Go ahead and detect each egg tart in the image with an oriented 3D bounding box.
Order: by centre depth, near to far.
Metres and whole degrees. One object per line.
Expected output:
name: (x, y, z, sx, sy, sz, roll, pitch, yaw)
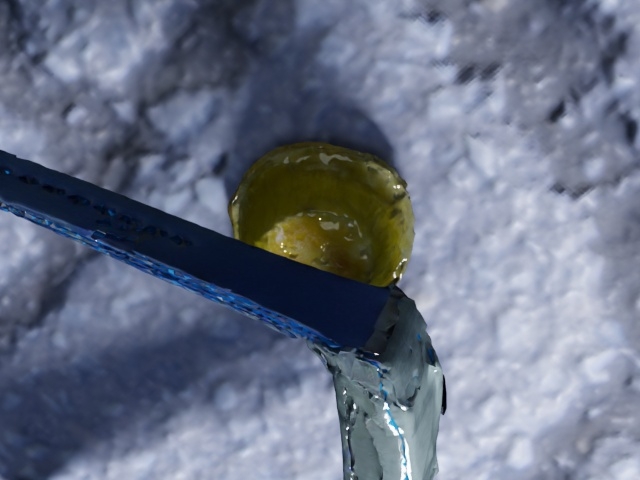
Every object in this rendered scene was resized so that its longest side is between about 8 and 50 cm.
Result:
egg tart: (0.000, 0.000, 0.932, 0.105, 0.039, 0.105, 3, 120, 5)

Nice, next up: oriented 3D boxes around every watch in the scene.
watch: (-0.081, 0.046, 0.926, 0.275, 0.068, 0.276, 1, 126, 21)
